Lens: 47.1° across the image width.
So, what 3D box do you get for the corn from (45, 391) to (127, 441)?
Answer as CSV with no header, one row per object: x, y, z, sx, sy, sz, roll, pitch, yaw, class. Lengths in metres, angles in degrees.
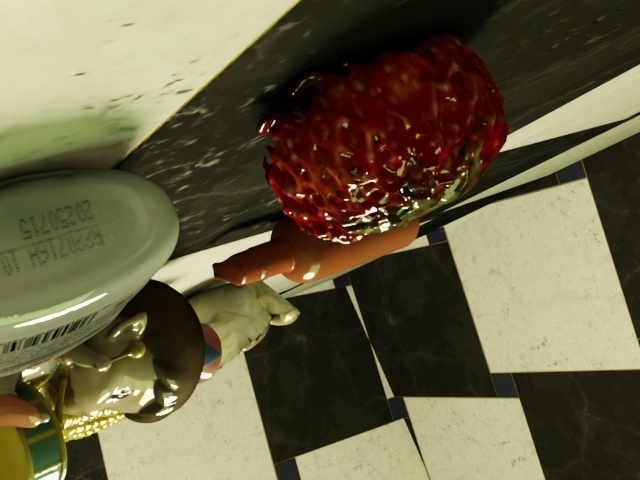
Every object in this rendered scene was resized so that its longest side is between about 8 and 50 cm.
-0.290,0.156,0.824,0.144,0.143,0.387,-27,171,35,corn

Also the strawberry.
0.038,-0.051,0.415,0.145,0.086,0.145,-24,177,-1,strawberry

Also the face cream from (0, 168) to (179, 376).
-0.178,0.038,0.437,0.144,0.070,0.291,-20,173,-27,face cream

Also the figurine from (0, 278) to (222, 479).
-0.203,0.121,0.691,0.276,0.158,0.161,-18,177,-44,figurine

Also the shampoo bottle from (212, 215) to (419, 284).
0.002,0.000,0.814,0.244,0.085,0.085,-18,173,-36,shampoo bottle

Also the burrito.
-0.198,0.157,1.232,0.190,0.135,0.332,-20,173,-44,burrito
